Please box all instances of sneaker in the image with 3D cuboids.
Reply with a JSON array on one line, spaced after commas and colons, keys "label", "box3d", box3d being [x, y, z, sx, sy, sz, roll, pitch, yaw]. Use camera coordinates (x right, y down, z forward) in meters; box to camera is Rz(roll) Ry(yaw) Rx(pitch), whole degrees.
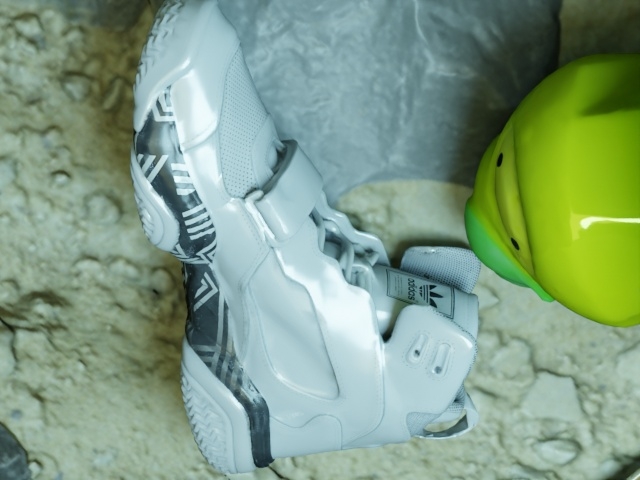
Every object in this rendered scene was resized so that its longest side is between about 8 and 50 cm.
[{"label": "sneaker", "box3d": [0.000, 0.000, 0.964, 0.210, 0.137, 0.366, -3, 120, 9]}]

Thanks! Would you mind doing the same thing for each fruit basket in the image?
[{"label": "fruit basket", "box3d": [0.222, -0.046, 0.807, 0.392, 0.283, 0.392, 2, 93, 26]}]

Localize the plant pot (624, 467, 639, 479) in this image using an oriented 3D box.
[{"label": "plant pot", "box3d": [0.342, 0.301, 1.017, 0.237, 0.237, 0.254, -31, 124, 20]}]
